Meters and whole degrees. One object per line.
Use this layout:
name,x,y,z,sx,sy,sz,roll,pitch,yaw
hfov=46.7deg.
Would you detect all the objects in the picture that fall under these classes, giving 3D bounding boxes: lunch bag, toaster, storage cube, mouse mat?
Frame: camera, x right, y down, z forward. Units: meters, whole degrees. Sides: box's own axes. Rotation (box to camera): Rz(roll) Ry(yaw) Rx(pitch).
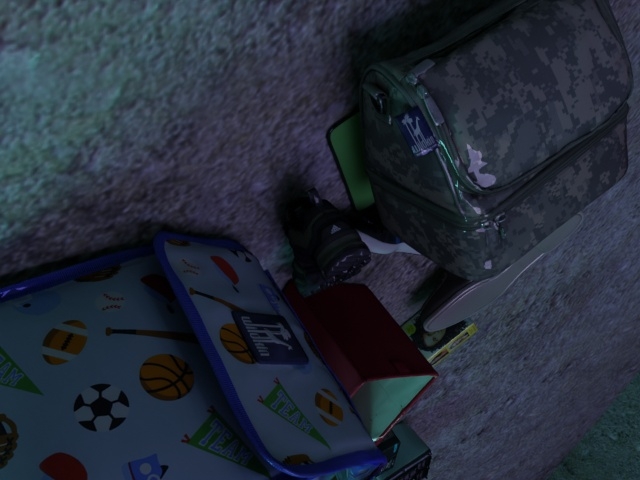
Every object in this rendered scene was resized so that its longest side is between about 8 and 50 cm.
lunch bag,0.195,-0.142,0.848,0.305,0.212,0.256,-33,130,-17
toaster,0.162,0.538,1.747,0.185,0.110,0.168,-29,146,-17
lunch bag,-0.163,0.177,0.769,0.385,0.328,0.239,-17,147,-29
storage cube,0.017,0.189,1.087,0.215,0.193,0.184,8,125,-49
mouse mat,0.088,-0.123,0.945,0.152,0.007,0.190,-35,147,-6

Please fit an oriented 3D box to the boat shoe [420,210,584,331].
boat shoe,0.297,0.028,1.286,0.335,0.096,0.112,-40,146,11

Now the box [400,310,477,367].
box,0.171,0.201,1.362,0.232,0.087,0.058,-41,150,1

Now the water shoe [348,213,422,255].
water shoe,0.096,-0.027,1.033,0.203,0.072,0.080,3,106,-50

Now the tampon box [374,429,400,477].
tampon box,0.066,0.442,1.538,0.160,0.101,0.121,-22,144,-24

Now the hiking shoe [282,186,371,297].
hiking shoe,0.000,0.000,0.932,0.086,0.114,0.227,-23,173,-16
